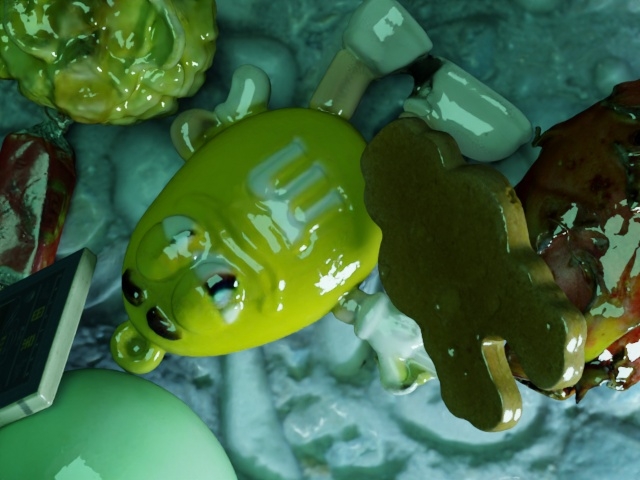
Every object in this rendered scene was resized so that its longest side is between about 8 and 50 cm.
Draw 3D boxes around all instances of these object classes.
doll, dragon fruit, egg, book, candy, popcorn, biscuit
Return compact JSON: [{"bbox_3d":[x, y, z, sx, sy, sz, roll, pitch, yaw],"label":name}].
[{"bbox_3d":[0.005,-0.036,1.709,0.348,0.161,0.423,16,82,9],"label":"doll"},{"bbox_3d":[0.283,0.003,1.615,0.250,0.250,0.315,8,74,12],"label":"dragon fruit"},{"bbox_3d":[-0.197,0.245,1.685,0.220,0.220,0.270,-41,108,6],"label":"egg"},{"bbox_3d":[-0.338,0.124,1.711,0.269,0.025,0.191,-25,36,32],"label":"book"},{"bbox_3d":[-0.304,-0.031,1.815,0.086,0.059,0.292,14,87,13],"label":"candy"},{"bbox_3d":[-0.217,-0.204,1.703,0.235,0.217,0.181,10,97,-8],"label":"popcorn"},{"bbox_3d":[0.128,0.021,1.572,0.186,0.044,0.295,-40,67,41],"label":"biscuit"}]
